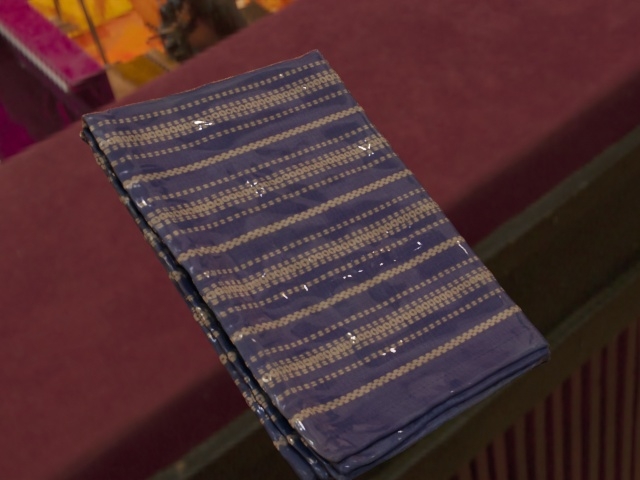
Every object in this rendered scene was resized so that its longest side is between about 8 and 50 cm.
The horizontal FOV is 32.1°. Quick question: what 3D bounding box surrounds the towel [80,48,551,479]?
[{"bbox_3d":[0.000,0.000,0.839,0.243,0.040,0.336,-23,67,-34],"label":"towel"}]
